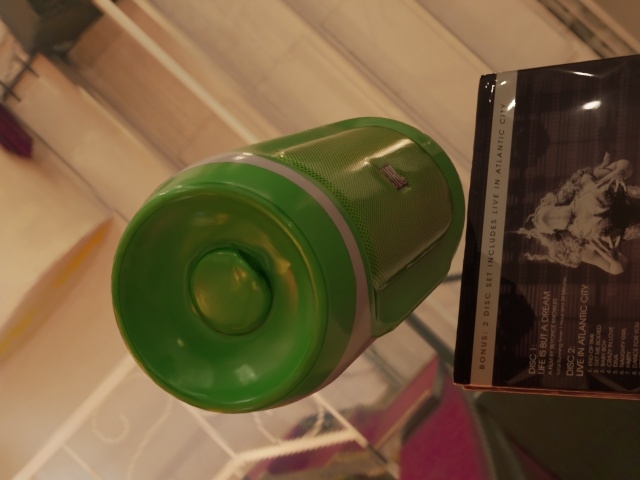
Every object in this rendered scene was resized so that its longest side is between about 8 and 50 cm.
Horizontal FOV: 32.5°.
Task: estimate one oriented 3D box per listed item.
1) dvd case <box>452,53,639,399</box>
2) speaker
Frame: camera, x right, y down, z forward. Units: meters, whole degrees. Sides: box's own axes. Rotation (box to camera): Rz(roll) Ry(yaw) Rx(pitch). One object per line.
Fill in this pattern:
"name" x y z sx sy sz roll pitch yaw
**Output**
"dvd case" 0.166 -0.009 0.499 0.018 0.221 0.164 21 -109 -52
"speaker" 0.000 0.000 0.625 0.131 0.131 0.296 -48 -6 21
